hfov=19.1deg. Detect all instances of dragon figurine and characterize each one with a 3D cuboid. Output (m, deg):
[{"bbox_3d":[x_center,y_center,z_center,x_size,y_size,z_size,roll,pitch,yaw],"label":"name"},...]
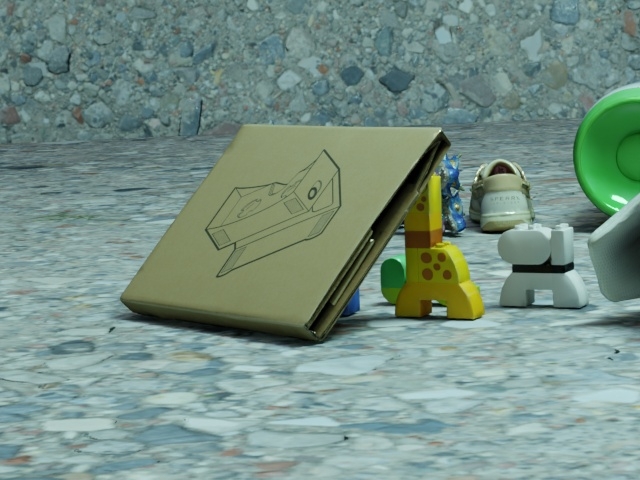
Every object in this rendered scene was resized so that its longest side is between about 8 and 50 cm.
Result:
[{"bbox_3d":[0.039,-0.056,1.767,0.144,0.085,0.289,-3,11,-17],"label":"dragon figurine"}]

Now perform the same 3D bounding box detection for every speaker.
[{"bbox_3d":[0.316,-0.088,1.763,0.131,0.131,0.296,0,7,19],"label":"speaker"}]

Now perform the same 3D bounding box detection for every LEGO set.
[{"bbox_3d":[0.056,0.000,1.264,0.227,0.093,0.087,1,8,26],"label":"LEGO set"}]

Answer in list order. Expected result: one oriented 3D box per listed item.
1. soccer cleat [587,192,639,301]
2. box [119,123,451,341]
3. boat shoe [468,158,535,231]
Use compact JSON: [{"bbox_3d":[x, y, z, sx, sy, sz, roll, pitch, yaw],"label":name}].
[{"bbox_3d":[0.279,0.015,1.068,0.143,0.116,0.331,-23,12,-23],"label":"soccer cleat"},{"bbox_3d":[-0.026,-0.011,1.253,0.201,0.021,0.164,5,54,50],"label":"box"},{"bbox_3d":[0.168,-0.045,1.752,0.063,0.059,0.170,-3,7,0],"label":"boat shoe"}]
